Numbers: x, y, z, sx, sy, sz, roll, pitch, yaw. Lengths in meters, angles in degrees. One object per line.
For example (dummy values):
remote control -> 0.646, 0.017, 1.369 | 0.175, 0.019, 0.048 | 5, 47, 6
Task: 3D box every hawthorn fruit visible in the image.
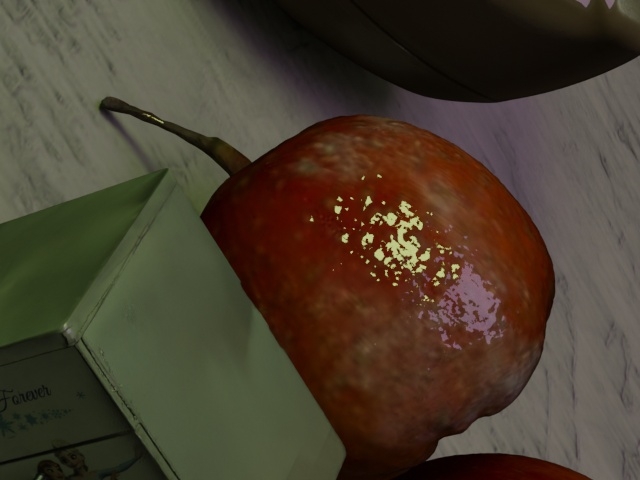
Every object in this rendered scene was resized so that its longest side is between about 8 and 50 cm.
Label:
hawthorn fruit -> 0.028, 0.030, 1.229 | 0.231, 0.235, 0.263 | -110, 180, -55

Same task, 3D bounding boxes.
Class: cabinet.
cabinet -> -0.112, 0.100, 1.067 | 0.206, 0.145, 0.150 | 59, 33, -23

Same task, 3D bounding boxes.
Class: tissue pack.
tissue pack -> 0.067, -0.271, 1.419 | 0.387, 0.277, 0.267 | 33, 57, -45

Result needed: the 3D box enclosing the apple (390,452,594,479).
apple -> 0.094, 0.227, 1.229 | 0.293, 0.251, 0.163 | -56, 133, -52
